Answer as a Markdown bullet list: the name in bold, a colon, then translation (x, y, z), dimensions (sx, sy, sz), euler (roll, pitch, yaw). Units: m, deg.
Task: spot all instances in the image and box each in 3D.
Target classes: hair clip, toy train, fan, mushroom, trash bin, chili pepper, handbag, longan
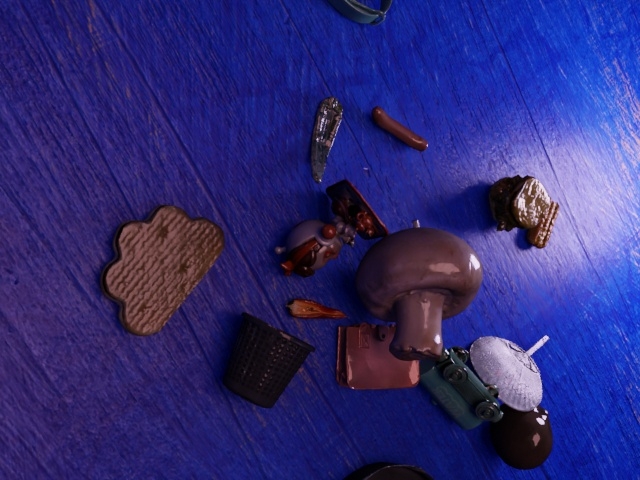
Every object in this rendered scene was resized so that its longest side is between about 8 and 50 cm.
- **hair clip**: translation (0.007, -0.238, 1.609), dimensions (0.066, 0.036, 0.229), euler (24, 67, -32)
- **toy train**: translation (0.343, 0.375, 1.693), dimensions (0.248, 0.159, 0.101), euler (47, 32, -12)
- **fan**: translation (0.535, 0.351, 1.805), dimensions (0.294, 0.012, 0.223), euler (3, 50, -23)
- **mushroom**: translation (0.231, 0.125, 1.533), dimensions (0.297, 0.297, 0.290), euler (12, 59, -29)
- **trash bin**: translation (-0.123, 0.257, 1.423), dimensions (0.175, 0.175, 0.161), euler (32, 81, -25)
- **chili pepper**: translation (-0.008, 0.162, 1.567), dimensions (0.178, 0.027, 0.045), euler (10, 84, -29)
- **handbag**: translation (0.141, 0.276, 1.628), dimensions (0.212, 0.059, 0.158), euler (5, 83, -30)
- **longan**: translation (0.530, 0.508, 1.777), dimensions (0.189, 0.189, 0.189), euler (3, 84, -31)

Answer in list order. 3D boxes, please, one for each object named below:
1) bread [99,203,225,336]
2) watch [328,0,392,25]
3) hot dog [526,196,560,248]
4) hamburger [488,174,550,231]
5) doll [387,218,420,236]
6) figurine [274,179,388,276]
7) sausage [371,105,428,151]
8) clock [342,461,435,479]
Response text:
- **bread**: translation (-0.331, 0.040, 1.369), dimensions (0.207, 0.056, 0.287), euler (50, 64, -21)
- **watch**: translation (0.091, -0.651, 1.679), dimensions (0.237, 0.068, 0.195), euler (47, 66, -18)
- **hot dog**: translation (0.648, -0.050, 1.969), dimensions (0.071, 0.045, 0.165), euler (36, 68, -25)
- **hamburger**: translation (0.534, -0.095, 1.863), dimensions (0.159, 0.131, 0.185), euler (47, 71, -28)
- **doll**: translation (0.247, 0.068, 1.714), dimensions (0.113, 0.057, 0.228), euler (-29, 98, -12)
- **figurine**: translation (0.000, 0.000, 1.517), dimensions (0.226, 0.183, 0.160), euler (-40, 97, -15)
- **sausage**: translation (0.199, -0.282, 1.723), dimensions (0.186, 0.043, 0.043), euler (29, 71, -26)
- **clock**: translation (0.150, 0.715, 1.584), dimensions (0.385, 0.076, 0.387), euler (3, 85, -31)
